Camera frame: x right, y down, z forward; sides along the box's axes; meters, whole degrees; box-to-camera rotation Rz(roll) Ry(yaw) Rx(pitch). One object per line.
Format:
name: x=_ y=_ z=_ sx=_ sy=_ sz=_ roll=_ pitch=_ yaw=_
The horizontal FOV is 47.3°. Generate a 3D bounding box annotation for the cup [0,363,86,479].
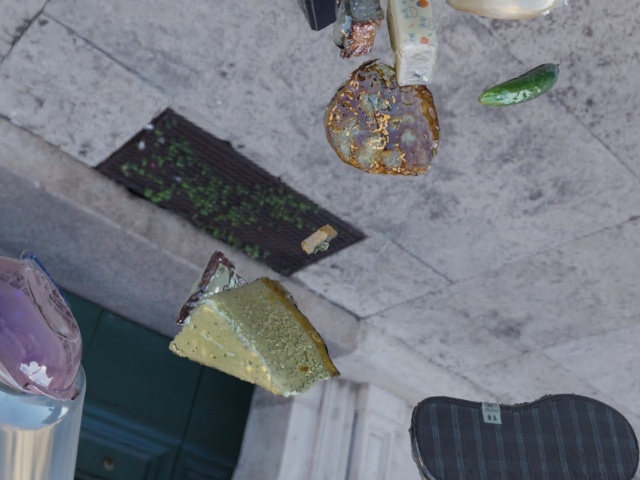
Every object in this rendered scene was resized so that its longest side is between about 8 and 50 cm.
cup: x=-0.532 y=0.328 z=1.313 sx=0.205 sy=0.205 sz=0.312 roll=16 pitch=125 yaw=-8

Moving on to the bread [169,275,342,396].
bread: x=-0.168 y=0.275 z=1.783 sx=0.279 sy=0.315 sz=0.248 roll=-38 pitch=166 yaw=31

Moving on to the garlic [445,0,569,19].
garlic: x=0.407 y=-0.610 z=1.616 sx=0.313 sy=0.286 sz=0.249 roll=8 pitch=178 yaw=9

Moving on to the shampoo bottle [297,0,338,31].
shampoo bottle: x=-0.019 y=-0.461 z=1.273 sx=0.071 sy=0.098 sz=0.309 roll=-24 pitch=178 yaw=3

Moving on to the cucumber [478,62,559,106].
cucumber: x=0.268 y=-0.201 z=0.948 sx=0.039 sy=0.168 sz=0.039 roll=33 pitch=136 yaw=39

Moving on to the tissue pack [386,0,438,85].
tissue pack: x=0.202 y=-0.464 z=1.629 sx=0.092 sy=0.196 sz=0.148 roll=-7 pitch=155 yaw=-1

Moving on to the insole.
insole: x=0.192 y=0.180 z=0.643 sx=0.309 sy=0.110 sz=0.012 roll=16 pitch=150 yaw=-34

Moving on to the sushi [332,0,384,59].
sushi: x=0.094 y=-0.621 z=1.960 sx=0.130 sy=0.332 sz=0.124 roll=4 pitch=143 yaw=-10

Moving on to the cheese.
cheese: x=-0.311 y=0.077 z=0.781 sx=0.074 sy=0.286 sz=0.189 roll=-31 pitch=108 yaw=-4

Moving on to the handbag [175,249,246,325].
handbag: x=-0.315 y=0.166 z=2.072 sx=0.127 sy=0.235 sz=0.213 roll=22 pitch=163 yaw=22

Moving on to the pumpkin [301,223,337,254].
pumpkin: x=0.000 y=0.000 z=1.799 sx=0.074 sy=0.054 sz=0.083 roll=-39 pitch=173 yaw=18

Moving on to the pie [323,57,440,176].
pie: x=0.145 y=-0.289 z=1.779 sx=0.308 sy=0.085 sz=0.308 roll=5 pitch=113 yaw=12
